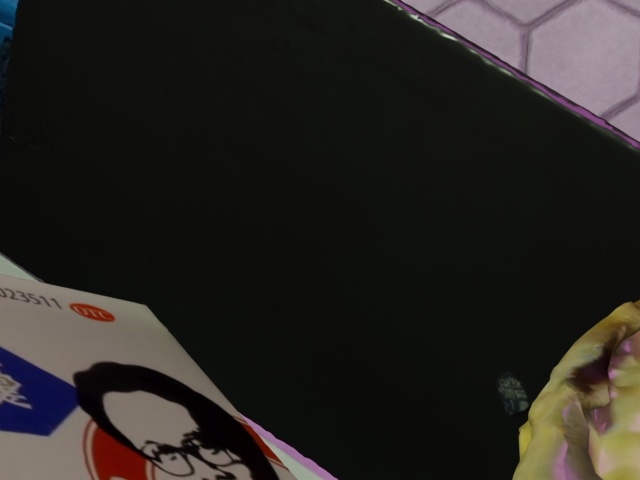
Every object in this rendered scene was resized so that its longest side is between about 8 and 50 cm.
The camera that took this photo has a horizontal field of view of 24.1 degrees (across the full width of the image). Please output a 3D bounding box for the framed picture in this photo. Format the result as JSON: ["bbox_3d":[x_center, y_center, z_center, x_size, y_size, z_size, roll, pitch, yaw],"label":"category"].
[{"bbox_3d":[0.000,0.000,0.614,0.324,0.244,0.013,32,45,12],"label":"framed picture"}]

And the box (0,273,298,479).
[{"bbox_3d":[-0.137,0.069,0.411,0.353,0.069,0.214,19,18,-47],"label":"box"}]

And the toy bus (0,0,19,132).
[{"bbox_3d":[-0.151,-0.092,0.851,0.246,0.113,0.134,19,23,-46],"label":"toy bus"}]

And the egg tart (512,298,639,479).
[{"bbox_3d":[0.182,0.157,0.414,0.341,0.132,0.341,34,38,-33],"label":"egg tart"}]
